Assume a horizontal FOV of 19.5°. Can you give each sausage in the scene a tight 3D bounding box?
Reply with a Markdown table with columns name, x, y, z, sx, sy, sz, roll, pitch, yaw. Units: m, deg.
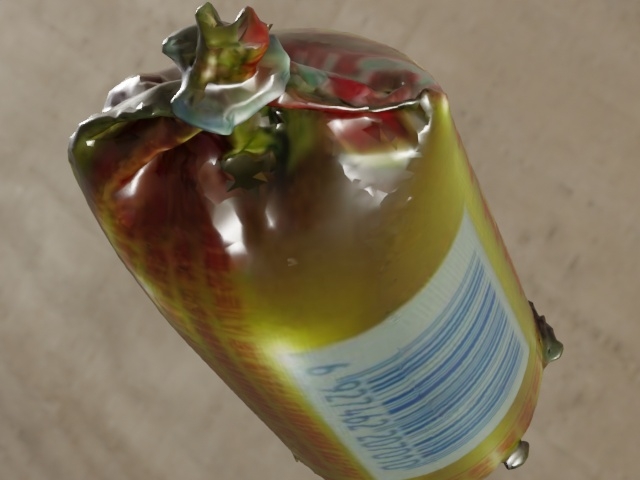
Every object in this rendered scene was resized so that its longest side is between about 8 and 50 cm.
| name | x | y | z | sx | sy | sz | roll | pitch | yaw |
| --- | --- | --- | --- | --- | --- | --- | --- | --- | --- |
| sausage | -0.002 | -0.001 | 0.633 | 0.125 | 0.117 | 0.317 | 16 | -16 | 19 |
